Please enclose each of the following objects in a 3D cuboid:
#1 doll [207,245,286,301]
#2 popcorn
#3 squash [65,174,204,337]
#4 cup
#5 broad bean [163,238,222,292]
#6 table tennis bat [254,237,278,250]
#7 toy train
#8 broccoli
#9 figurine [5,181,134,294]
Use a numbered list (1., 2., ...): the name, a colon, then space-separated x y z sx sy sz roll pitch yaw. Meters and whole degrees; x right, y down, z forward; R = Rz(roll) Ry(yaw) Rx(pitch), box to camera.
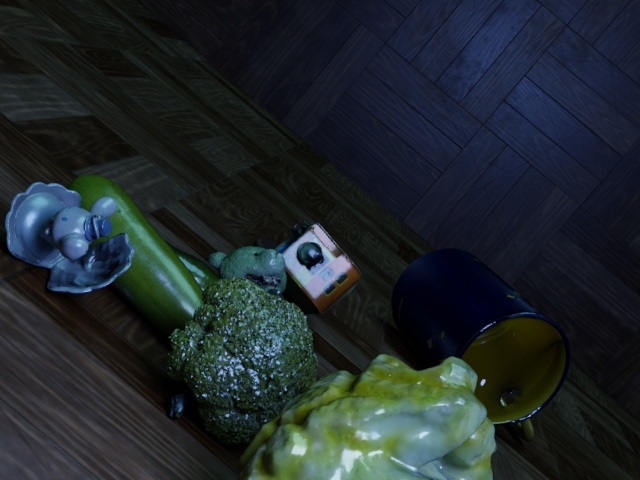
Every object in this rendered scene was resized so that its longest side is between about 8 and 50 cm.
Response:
1. doll: -0.055 0.061 1.324 0.115 0.077 0.150 23 28 -41
2. popcorn: 0.034 0.176 0.809 0.187 0.167 0.185 -76 149 -44
3. squash: -0.159 0.021 1.087 0.201 0.066 0.066 48 10 15
4. cup: 0.217 0.167 1.804 0.178 0.255 0.256 -4 23 -18
5. broad bean: -0.132 0.035 1.213 0.227 0.039 0.069 35 3 -25
6. table tennis bat: 0.000 0.000 1.696 0.107 0.119 0.170 44 11 26
7. toy train: -0.016 0.034 1.452 0.099 0.072 0.188 53 -10 -4
8. broccoli: -0.062 0.096 0.976 0.130 0.131 0.120 17 -18 -37
9. figurine: -0.193 -0.002 0.984 0.086 0.094 0.082 11 -51 36
